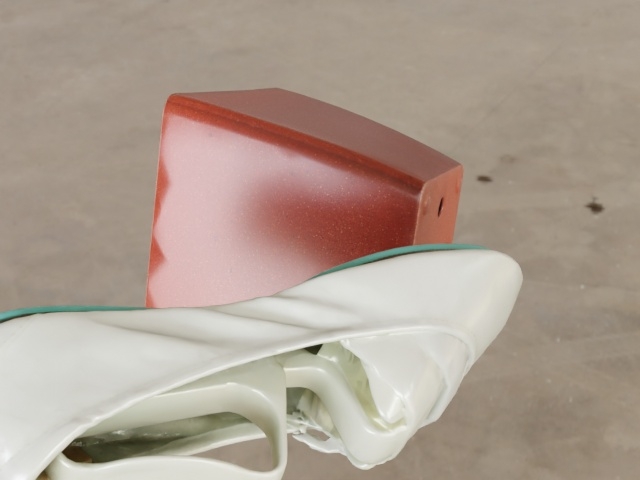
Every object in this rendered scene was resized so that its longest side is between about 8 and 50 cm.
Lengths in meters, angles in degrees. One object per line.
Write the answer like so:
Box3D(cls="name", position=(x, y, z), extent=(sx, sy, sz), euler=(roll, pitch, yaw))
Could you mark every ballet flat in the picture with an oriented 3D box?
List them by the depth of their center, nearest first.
Box3D(cls="ballet flat", position=(-0.022, 0.096, 0.593), extent=(0.400, 0.139, 0.139), euler=(-6, 31, -25))

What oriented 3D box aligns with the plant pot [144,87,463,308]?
Box3D(cls="plant pot", position=(0.000, 0.000, 0.927), extent=(0.236, 0.267, 0.267), euler=(12, 14, 19))
